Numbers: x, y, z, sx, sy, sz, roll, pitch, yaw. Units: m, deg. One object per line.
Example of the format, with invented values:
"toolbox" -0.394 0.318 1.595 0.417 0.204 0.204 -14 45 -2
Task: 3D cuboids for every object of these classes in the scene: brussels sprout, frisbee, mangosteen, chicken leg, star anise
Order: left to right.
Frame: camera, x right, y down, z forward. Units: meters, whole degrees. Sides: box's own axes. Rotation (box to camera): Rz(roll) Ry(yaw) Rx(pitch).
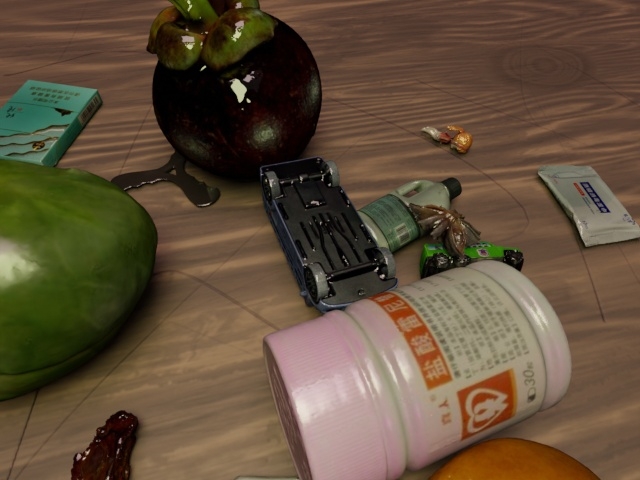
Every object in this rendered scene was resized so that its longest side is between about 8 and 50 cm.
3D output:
"brussels sprout" -0.412 0.034 0.565 0.370 0.276 0.315 10 50 6
"chicken leg" -0.267 0.303 0.514 0.093 0.053 0.205 -11 44 18
"frisbee" -0.278 -0.141 0.864 0.210 0.012 0.188 12 53 6
"mangosteen" -0.144 -0.269 0.782 0.329 0.330 0.330 1 53 -2
"star anise" 0.200 -0.014 0.695 0.124 0.056 0.129 12 32 -19

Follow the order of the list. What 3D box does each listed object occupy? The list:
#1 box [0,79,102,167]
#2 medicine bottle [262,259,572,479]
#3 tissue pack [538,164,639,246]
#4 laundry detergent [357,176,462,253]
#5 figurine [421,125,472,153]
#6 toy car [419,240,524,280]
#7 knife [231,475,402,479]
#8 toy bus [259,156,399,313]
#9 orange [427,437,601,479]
"box" -0.574 -0.237 0.902 0.161 0.041 0.229 9 54 5
"medicine bottle" 0.106 0.159 0.537 0.315 0.202 0.202 -16 56 -17
"tissue pack" 0.504 -0.074 0.839 0.122 0.026 0.193 -7 54 -9
"laundry detergent" 0.160 -0.053 0.781 0.225 0.070 0.099 -30 59 -21
"figurine" 0.263 -0.219 0.928 0.109 0.047 0.064 29 34 25
"toy car" 0.241 0.039 0.720 0.165 0.071 0.063 -3 40 -4
"knife" -0.013 0.314 0.521 0.265 0.041 0.073 0 37 -3
"toy bus" 0.000 0.000 0.698 0.125 0.133 0.292 -14 53 -19
"orange" 0.194 0.322 0.438 0.240 0.171 0.240 3 67 -6
